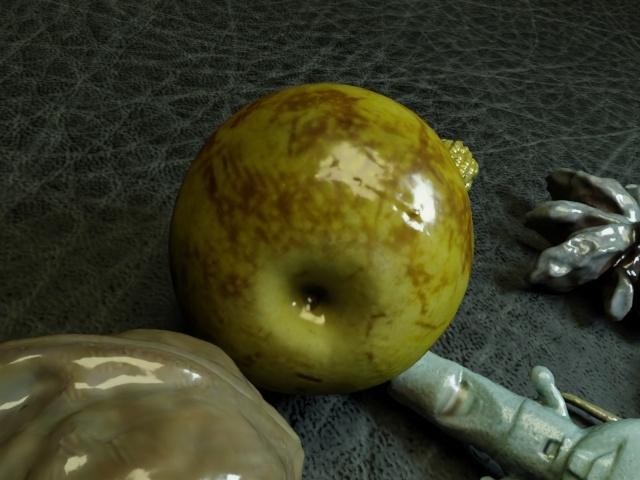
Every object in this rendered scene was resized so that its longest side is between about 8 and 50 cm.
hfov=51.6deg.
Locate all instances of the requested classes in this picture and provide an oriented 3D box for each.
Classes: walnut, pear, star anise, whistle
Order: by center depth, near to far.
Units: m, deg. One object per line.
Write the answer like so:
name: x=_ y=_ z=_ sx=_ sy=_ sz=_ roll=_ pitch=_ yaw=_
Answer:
walnut: x=-0.135 y=0.166 z=0.374 sx=0.273 sy=0.273 sz=0.227 roll=-9 pitch=81 yaw=-30
whistle: x=0.219 y=0.196 z=0.574 sx=0.346 sy=0.142 sz=0.133 roll=26 pitch=11 yaw=24
pear: x=0.000 y=0.000 z=0.585 sx=0.280 sy=0.281 sz=0.281 roll=12 pitch=41 yaw=-10
star anise: x=0.418 y=0.006 z=0.850 sx=0.359 sy=0.139 sz=0.316 roll=-10 pitch=58 yaw=-27

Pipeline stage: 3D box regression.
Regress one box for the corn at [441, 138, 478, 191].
corn: x=0.131 y=-0.051 z=0.838 sx=0.086 sy=0.086 sz=0.288 roll=30 pitch=43 yaw=10

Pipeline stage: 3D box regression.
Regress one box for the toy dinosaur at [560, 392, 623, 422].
toy dinosaur: x=0.379 y=0.235 z=0.640 sx=0.199 sy=0.072 sz=0.251 roll=-8 pitch=57 yaw=-15
